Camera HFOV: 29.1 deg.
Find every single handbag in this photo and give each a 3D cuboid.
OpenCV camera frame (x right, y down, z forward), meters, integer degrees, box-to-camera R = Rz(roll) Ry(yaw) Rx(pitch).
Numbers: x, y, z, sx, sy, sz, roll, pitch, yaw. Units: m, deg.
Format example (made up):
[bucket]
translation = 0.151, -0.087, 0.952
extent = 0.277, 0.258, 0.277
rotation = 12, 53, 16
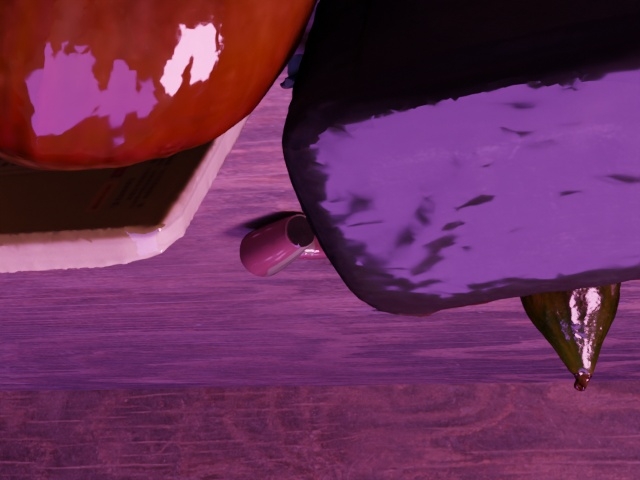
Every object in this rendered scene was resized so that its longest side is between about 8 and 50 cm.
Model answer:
[handbag]
translation = 0.116, -0.077, 0.587
extent = 0.255, 0.181, 0.181
rotation = -11, 131, 20

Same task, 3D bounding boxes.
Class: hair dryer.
[hair dryer]
translation = -0.001, 0.002, 1.362
extent = 0.154, 0.054, 0.106
rotation = -3, 166, -35

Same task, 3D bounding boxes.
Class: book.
[book]
translation = -0.209, -0.056, 0.781
extent = 0.352, 0.239, 0.035
rotation = -4, 125, 21

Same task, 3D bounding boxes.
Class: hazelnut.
[hazelnut]
translation = -0.102, -0.122, 0.510
extent = 0.210, 0.186, 0.210
rotation = 17, 175, 1

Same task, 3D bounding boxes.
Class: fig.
[fig]
translation = 0.278, 0.074, 1.358
extent = 0.117, 0.177, 0.117
rotation = -8, -177, 0

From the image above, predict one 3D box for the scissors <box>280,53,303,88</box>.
[scissors]
translation = 0.083, -0.085, 0.984
extent = 0.180, 0.032, 0.393
rotation = -7, 166, 30
